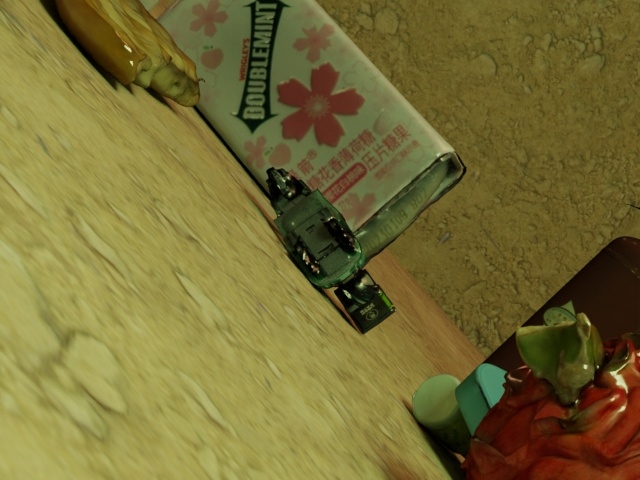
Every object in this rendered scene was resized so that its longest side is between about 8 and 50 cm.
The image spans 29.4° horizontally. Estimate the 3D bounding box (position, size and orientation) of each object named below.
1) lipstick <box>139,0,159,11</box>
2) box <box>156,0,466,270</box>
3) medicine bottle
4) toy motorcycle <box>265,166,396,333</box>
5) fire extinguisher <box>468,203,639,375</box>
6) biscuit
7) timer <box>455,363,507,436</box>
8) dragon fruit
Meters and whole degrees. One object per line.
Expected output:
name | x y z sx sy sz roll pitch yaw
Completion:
lipstick | -0.289 -0.363 1.302 0.304 0.076 0.076 46 5 -25
box | -0.020 -0.149 1.369 0.370 0.190 0.112 49 5 21
medicine bottle | 0.113 0.147 0.997 0.083 0.047 0.047 46 5 -40
toy motorcycle | 0.000 0.000 1.122 0.173 0.058 0.100 55 0 44
fire extinguisher | 0.287 0.091 1.315 0.135 0.337 0.114 47 2 0
biscuit | -0.176 -0.185 1.049 0.154 0.045 0.299 50 5 2
timer | 0.201 0.227 0.928 0.250 0.091 0.232 33 25 -35
dragon fruit | 0.154 0.145 0.646 0.172 0.172 0.210 33 45 -75
